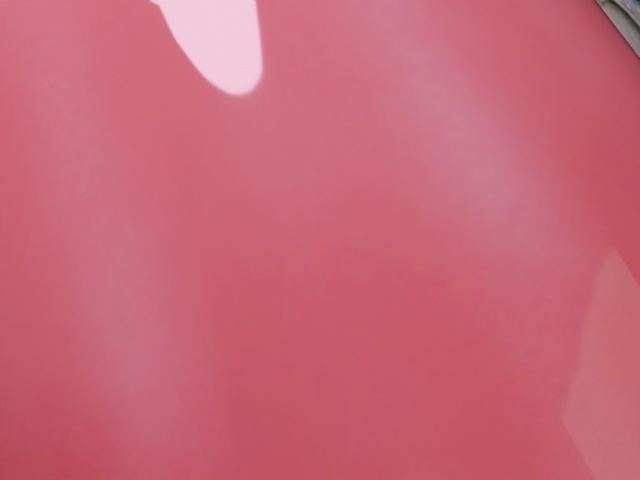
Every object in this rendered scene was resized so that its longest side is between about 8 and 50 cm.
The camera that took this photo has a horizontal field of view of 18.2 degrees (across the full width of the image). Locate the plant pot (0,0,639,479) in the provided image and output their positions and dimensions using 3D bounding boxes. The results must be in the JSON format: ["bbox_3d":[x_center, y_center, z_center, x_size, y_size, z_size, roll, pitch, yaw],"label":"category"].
[{"bbox_3d":[0.005,0.032,0.559,0.275,0.275,0.243,1,63,-60],"label":"plant pot"}]
